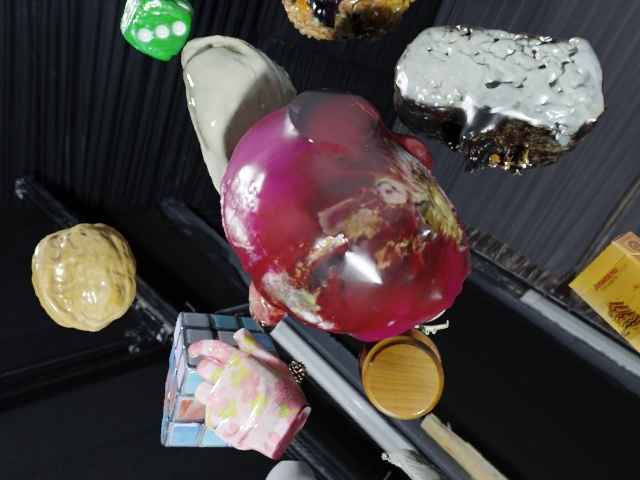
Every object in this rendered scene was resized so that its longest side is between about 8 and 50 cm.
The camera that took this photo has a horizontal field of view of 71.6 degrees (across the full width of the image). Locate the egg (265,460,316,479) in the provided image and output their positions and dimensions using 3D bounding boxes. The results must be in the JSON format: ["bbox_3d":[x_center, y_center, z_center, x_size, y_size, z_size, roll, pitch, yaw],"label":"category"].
[{"bbox_3d":[-0.092,0.788,1.326,0.176,0.176,0.231,13,-119,-19],"label":"egg"}]

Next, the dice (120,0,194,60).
[{"bbox_3d":[-0.367,-0.496,0.995,0.120,0.128,0.130,14,-140,-40],"label":"dice"}]

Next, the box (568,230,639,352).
[{"bbox_3d":[0.706,0.136,0.954,0.076,0.174,0.274,-20,-124,-25],"label":"box"}]

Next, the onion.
[{"bbox_3d":[0.000,0.000,0.722,0.399,0.420,0.398,24,-134,-28],"label":"onion"}]

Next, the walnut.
[{"bbox_3d":[-0.556,0.090,1.055,0.225,0.256,0.257,-14,-162,16],"label":"walnut"}]

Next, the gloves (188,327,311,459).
[{"bbox_3d":[-0.134,0.228,0.704,0.241,0.145,0.126,27,174,21],"label":"gloves"}]

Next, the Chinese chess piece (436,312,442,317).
[{"bbox_3d":[0.245,0.088,1.145,0.101,0.250,0.250,-10,-179,40],"label":"Chinese chess piece"}]

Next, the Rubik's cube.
[{"bbox_3d":[-0.370,0.498,1.625,0.364,0.358,0.362,13,-161,-21],"label":"Rubik's cube"}]

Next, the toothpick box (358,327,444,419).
[{"bbox_3d":[0.170,0.277,0.947,0.192,0.192,0.294,28,176,12],"label":"toothpick box"}]

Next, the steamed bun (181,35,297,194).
[{"bbox_3d":[-0.156,-0.259,0.940,0.220,0.324,0.309,-16,-131,-8],"label":"steamed bun"}]

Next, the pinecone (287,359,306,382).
[{"bbox_3d":[-0.086,0.456,1.534,0.077,0.083,0.077,43,-172,-7],"label":"pinecone"}]

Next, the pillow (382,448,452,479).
[{"bbox_3d":[0.268,0.583,1.097,0.169,0.059,0.255,33,166,-9],"label":"pillow"}]

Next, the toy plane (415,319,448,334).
[{"bbox_3d":[0.333,0.314,1.595,0.242,0.256,0.104,1,-132,16],"label":"toy plane"}]

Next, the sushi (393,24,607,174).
[{"bbox_3d":[0.289,-0.227,0.773,0.349,0.234,0.207,19,165,12],"label":"sushi"}]

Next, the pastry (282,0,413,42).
[{"bbox_3d":[0.057,-0.714,1.206,0.405,0.337,0.292,35,-132,-10],"label":"pastry"}]
